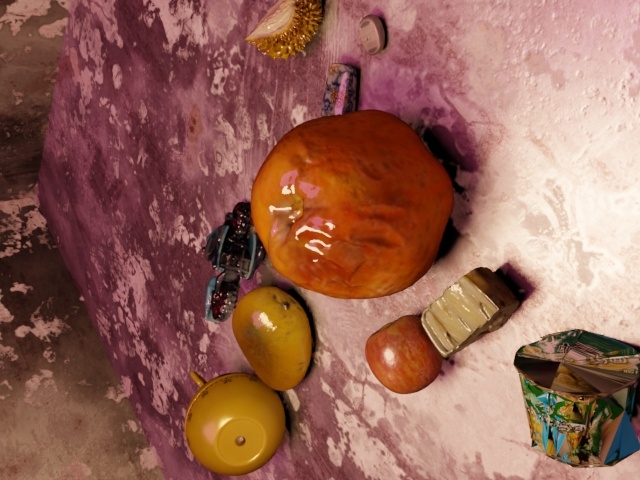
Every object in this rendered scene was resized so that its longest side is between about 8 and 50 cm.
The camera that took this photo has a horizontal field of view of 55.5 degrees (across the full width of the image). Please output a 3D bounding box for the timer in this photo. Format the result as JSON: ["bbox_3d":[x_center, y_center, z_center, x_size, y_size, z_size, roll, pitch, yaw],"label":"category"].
[{"bbox_3d":[-0.298,0.606,2.092,0.387,0.376,0.376,-161,63,-72],"label":"timer"}]

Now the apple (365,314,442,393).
[{"bbox_3d":[0.209,0.284,1.511,0.188,0.188,0.174,-35,85,48],"label":"apple"}]

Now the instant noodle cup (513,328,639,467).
[{"bbox_3d":[0.497,0.307,1.177,0.240,0.240,0.178,11,118,47],"label":"instant noodle cup"}]

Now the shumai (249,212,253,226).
[{"bbox_3d":[-0.185,-0.085,1.929,0.099,0.087,0.124,-47,64,46],"label":"shumai"}]

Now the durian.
[{"bbox_3d":[-0.070,-0.590,1.629,0.138,0.183,0.249,41,137,-15],"label":"durian"}]

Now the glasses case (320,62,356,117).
[{"bbox_3d":[0.046,-0.341,1.610,0.087,0.065,0.248,32,123,41],"label":"glasses case"}]

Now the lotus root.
[{"bbox_3d":[0.339,0.156,1.367,0.235,0.138,0.119,-53,56,43],"label":"lotus root"}]

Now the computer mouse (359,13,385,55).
[{"bbox_3d":[0.130,-0.503,1.490,0.066,0.039,0.096,-8,102,50],"label":"computer mouse"}]

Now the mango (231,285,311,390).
[{"bbox_3d":[-0.149,0.317,1.909,0.253,0.182,0.365,7,114,29],"label":"mango"}]

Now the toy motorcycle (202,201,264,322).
[{"bbox_3d":[-0.308,0.079,2.015,0.232,0.172,0.416,-32,47,53],"label":"toy motorcycle"}]

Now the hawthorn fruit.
[{"bbox_3d":[0.061,-0.065,1.396,0.471,0.471,0.472,17,113,45],"label":"hawthorn fruit"}]
